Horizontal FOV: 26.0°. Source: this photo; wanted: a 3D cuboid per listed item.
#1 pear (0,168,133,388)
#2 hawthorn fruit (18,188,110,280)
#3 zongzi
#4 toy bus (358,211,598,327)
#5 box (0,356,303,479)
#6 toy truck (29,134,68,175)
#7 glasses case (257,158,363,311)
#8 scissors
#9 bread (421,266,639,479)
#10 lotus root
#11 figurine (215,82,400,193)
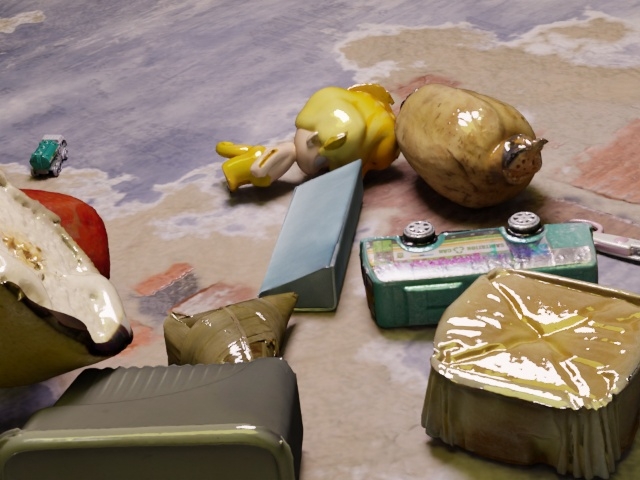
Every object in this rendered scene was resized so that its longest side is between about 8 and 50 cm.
[{"bbox_3d":[-0.329,0.060,1.370,0.178,0.267,0.267,-46,26,15],"label":"pear"},{"bbox_3d":[-0.330,0.024,1.574,0.190,0.189,0.251,9,16,26],"label":"hawthorn fruit"},{"bbox_3d":[-0.057,0.115,1.457,0.176,0.078,0.160,-15,36,-31],"label":"zongzi"},{"bbox_3d":[0.175,0.035,1.538,0.262,0.091,0.109,-6,36,4],"label":"toy bus"},{"bbox_3d":[-0.147,0.197,1.279,0.274,0.138,0.178,-2,21,8],"label":"box"},{"bbox_3d":[-0.385,-0.122,1.966,0.039,0.044,0.083,1,30,7],"label":"toy truck"},{"bbox_3d":[0.000,0.000,1.681,0.105,0.056,0.266,-23,23,21],"label":"glasses case"},{"bbox_3d":[0.345,0.006,1.616,0.176,0.022,0.085,14,32,38],"label":"scissors"},{"bbox_3d":[0.213,0.128,1.340,0.210,0.109,0.192,9,39,26],"label":"bread"},{"bbox_3d":[0.185,-0.120,1.755,0.154,0.140,0.257,15,15,-33],"label":"lotus root"},{"bbox_3d":[-0.011,-0.126,1.835,0.246,0.131,0.156,-19,-4,-6],"label":"figurine"}]
